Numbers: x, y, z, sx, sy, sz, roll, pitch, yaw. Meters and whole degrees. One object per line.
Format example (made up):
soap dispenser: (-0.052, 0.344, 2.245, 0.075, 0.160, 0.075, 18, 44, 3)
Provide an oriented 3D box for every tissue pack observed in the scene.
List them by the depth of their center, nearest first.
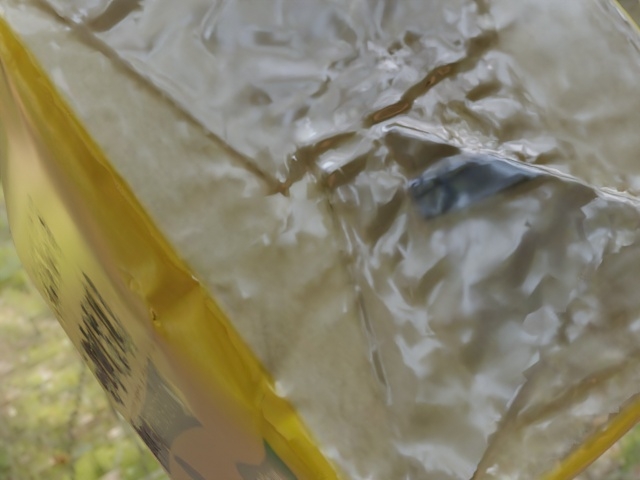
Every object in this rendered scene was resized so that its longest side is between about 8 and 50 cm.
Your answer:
tissue pack: (0.000, 0.000, 0.777, 0.228, 0.293, 0.382, -35, -6, -16)
